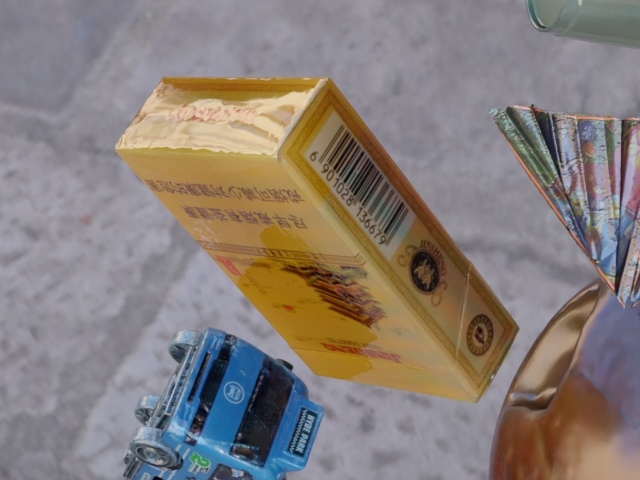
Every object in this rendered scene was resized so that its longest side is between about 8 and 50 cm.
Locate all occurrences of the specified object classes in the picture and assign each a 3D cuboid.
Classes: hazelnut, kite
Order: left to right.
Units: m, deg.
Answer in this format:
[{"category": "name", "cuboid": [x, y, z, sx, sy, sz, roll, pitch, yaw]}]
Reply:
[{"category": "kite", "cuboid": [0.222, -0.043, 1.099, 0.241, 0.183, 0.014, 1, 17, -6]}, {"category": "hazelnut", "cuboid": [0.358, 0.209, 1.435, 0.429, 0.402, 0.402, 8, 50, -12]}]

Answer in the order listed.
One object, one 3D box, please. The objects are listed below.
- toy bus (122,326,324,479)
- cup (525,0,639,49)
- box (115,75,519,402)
[{"category": "toy bus", "cuboid": [-0.098, 0.178, 1.449, 0.134, 0.246, 0.113, 25, 56, -6]}, {"category": "cup", "cuboid": [0.242, -0.202, 1.390, 0.141, 0.120, 0.120, 0, 48, -15]}, {"category": "box", "cuboid": [0.000, 0.000, 1.230, 0.174, 0.274, 0.076, 7, 56, 47]}]
